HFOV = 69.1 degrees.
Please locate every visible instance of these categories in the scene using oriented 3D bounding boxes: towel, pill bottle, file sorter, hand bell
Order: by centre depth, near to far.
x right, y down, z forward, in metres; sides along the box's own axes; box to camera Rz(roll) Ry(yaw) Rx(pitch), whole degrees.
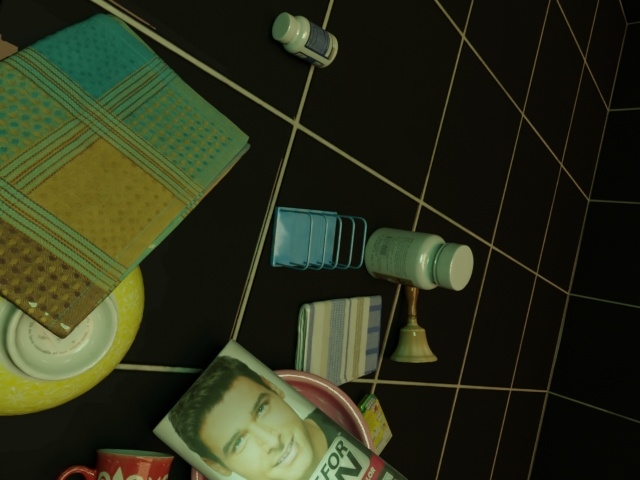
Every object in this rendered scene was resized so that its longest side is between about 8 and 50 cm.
[{"bbox_3d":[-0.280,-0.105,0.558,0.271,0.040,0.370,42,51,-14],"label":"towel"},{"bbox_3d":[-0.030,-0.375,0.867,0.120,0.067,0.066,7,92,-47],"label":"pill bottle"},{"bbox_3d":[0.000,0.000,0.938,0.170,0.105,0.118,2,97,-46],"label":"file sorter"},{"bbox_3d":[0.048,0.235,1.082,0.285,0.034,0.209,1,95,-48],"label":"towel"},{"bbox_3d":[0.228,0.045,1.090,0.131,0.229,0.131,-10,105,-44],"label":"pill bottle"},{"bbox_3d":[0.244,0.198,1.249,0.126,0.126,0.241,7,79,-46],"label":"hand bell"}]

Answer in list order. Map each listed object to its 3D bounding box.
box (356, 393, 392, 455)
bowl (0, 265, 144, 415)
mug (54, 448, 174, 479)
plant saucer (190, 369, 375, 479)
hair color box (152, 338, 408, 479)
[{"bbox_3d":[0.121,0.481,1.195,0.105,0.043,0.179,-42,127,-33],"label":"box"},{"bbox_3d":[-0.337,0.091,0.572,0.290,0.156,0.289,-9,103,-45],"label":"bowl"},{"bbox_3d":[-0.305,0.397,0.673,0.113,0.151,0.169,103,-7,-68],"label":"mug"},{"bbox_3d":[-0.066,0.412,0.855,0.333,0.084,0.331,6,63,-12],"label":"plant saucer"},{"bbox_3d":[-0.067,0.359,0.768,0.375,0.113,0.185,37,62,5],"label":"hair color box"}]
